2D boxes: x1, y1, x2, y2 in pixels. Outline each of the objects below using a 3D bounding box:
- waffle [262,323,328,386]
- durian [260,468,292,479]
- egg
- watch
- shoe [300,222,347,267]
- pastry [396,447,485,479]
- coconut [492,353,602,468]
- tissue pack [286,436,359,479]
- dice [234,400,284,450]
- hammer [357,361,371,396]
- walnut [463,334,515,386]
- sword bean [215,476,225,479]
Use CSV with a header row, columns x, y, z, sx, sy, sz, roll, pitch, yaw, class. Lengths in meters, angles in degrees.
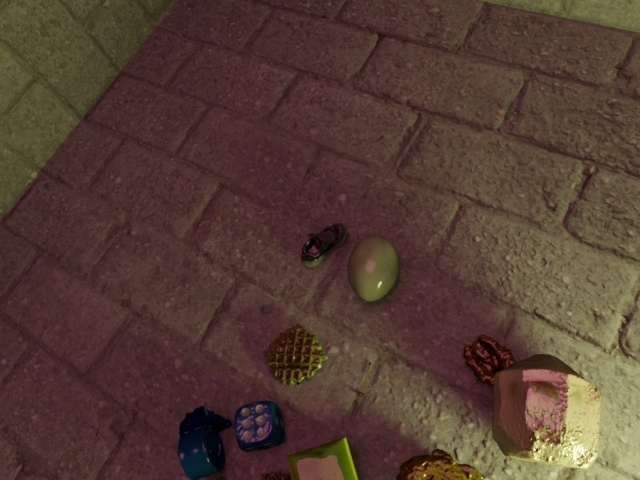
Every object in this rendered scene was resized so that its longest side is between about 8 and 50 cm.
x,y,z,sx,sy,sz,roll,pitch,yaw,class
-0.096,0.420,1.944,0.214,0.054,0.208,-42,64,0,waffle
-0.135,0.879,1.701,0.186,0.154,0.261,-2,77,-21,durian
0.191,0.101,1.941,0.186,0.186,0.253,0,63,16,egg
-0.404,0.699,1.822,0.171,0.196,0.200,-26,53,14,watch
0.000,0.001,2.082,0.227,0.125,0.099,-45,59,-6,shoe
0.344,0.764,1.620,0.240,0.132,0.235,24,65,18,pastry
0.658,0.490,1.565,0.297,0.297,0.310,3,70,17,coconut
0.031,0.787,1.659,0.200,0.167,0.275,-17,60,-1,tissue pack
-0.207,0.636,1.822,0.146,0.146,0.143,-15,59,4,dice
0.159,0.486,1.865,0.029,0.014,0.123,14,67,12,hammer
0.560,0.399,1.760,0.143,0.069,0.170,-35,59,-1,walnut
-0.434,0.901,1.819,0.269,0.038,0.043,-38,86,-4,sword bean
